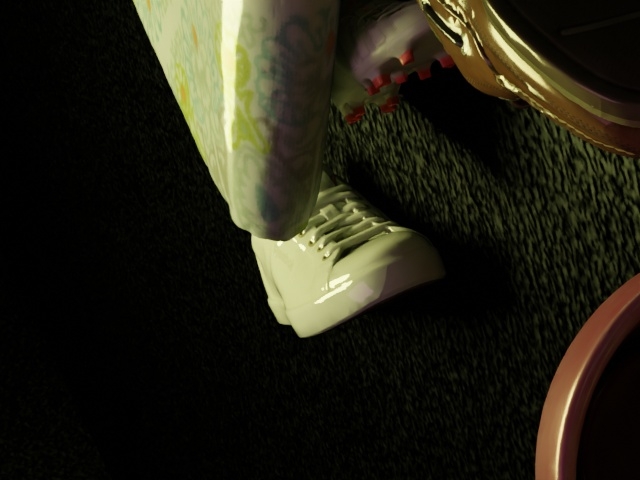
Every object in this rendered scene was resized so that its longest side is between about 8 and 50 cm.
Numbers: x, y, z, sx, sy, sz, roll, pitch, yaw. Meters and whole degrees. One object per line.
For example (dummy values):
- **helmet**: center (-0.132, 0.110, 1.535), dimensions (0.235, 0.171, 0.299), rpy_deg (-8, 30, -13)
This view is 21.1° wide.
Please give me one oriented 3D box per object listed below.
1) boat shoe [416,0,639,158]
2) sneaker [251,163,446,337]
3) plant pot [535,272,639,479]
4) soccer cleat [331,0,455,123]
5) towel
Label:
- **boat shoe**: center (0.116, -0.122, 0.864), dimensions (0.307, 0.111, 0.104), rpy_deg (-117, 14, -49)
- **sneaker**: center (0.000, 0.000, 1.277), dimensions (0.123, 0.106, 0.290), rpy_deg (69, 163, -5)
- **plant pot**: center (0.188, 0.101, 0.768), dimensions (0.180, 0.201, 0.201), rpy_deg (115, 134, -85)
- **soccer cleat**: center (0.038, -0.131, 1.111), dimensions (0.196, 0.068, 0.076), rpy_deg (147, 105, -73)
- **towel**: center (-0.066, -0.234, 1.182), dimensions (0.374, 0.090, 0.320), rpy_deg (-116, 21, -46)
